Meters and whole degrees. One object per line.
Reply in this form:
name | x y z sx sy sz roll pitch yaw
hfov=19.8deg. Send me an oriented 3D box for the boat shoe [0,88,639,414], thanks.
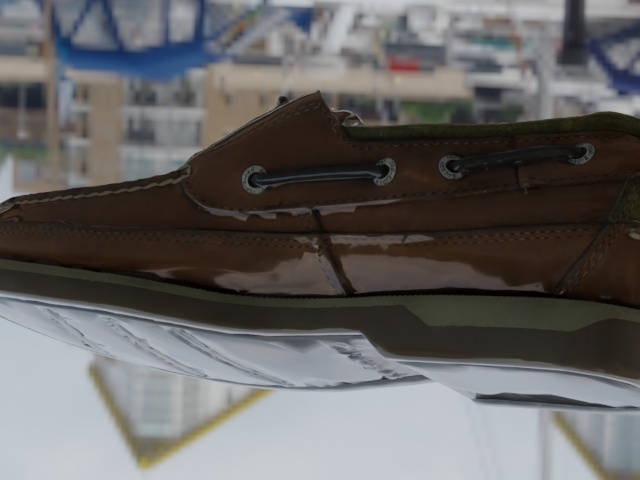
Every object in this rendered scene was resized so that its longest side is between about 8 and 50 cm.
boat shoe | 0.000 0.000 0.713 0.307 0.104 0.111 5 165 24
